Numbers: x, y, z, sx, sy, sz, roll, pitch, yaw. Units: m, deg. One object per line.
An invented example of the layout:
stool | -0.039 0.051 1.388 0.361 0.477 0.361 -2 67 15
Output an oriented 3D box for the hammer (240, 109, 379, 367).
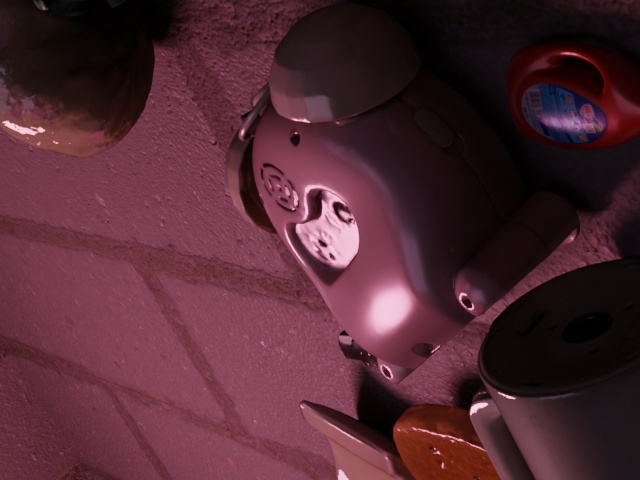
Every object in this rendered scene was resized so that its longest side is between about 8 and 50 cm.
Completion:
hammer | 0.000 0.000 1.526 0.111 0.043 0.365 2 125 56

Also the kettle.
kettle | 0.273 0.207 1.164 0.265 0.205 0.318 -21 114 21

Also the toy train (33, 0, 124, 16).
toy train | -0.199 -0.322 1.235 0.120 0.194 0.298 50 153 -4

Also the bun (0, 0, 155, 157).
bun | -0.293 -0.224 1.436 0.168 0.273 0.273 -25 106 30

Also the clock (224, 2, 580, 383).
clock | 0.056 -0.046 1.251 0.326 0.184 0.342 50 148 7

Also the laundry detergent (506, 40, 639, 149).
laundry detergent | 0.232 -0.120 1.026 0.165 0.049 0.097 7 128 49

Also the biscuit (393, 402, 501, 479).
biscuit | 0.265 0.333 1.508 0.385 0.062 0.365 23 150 37

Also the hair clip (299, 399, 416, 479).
hair clip | 0.083 0.331 1.756 0.172 0.113 0.282 25 139 37
